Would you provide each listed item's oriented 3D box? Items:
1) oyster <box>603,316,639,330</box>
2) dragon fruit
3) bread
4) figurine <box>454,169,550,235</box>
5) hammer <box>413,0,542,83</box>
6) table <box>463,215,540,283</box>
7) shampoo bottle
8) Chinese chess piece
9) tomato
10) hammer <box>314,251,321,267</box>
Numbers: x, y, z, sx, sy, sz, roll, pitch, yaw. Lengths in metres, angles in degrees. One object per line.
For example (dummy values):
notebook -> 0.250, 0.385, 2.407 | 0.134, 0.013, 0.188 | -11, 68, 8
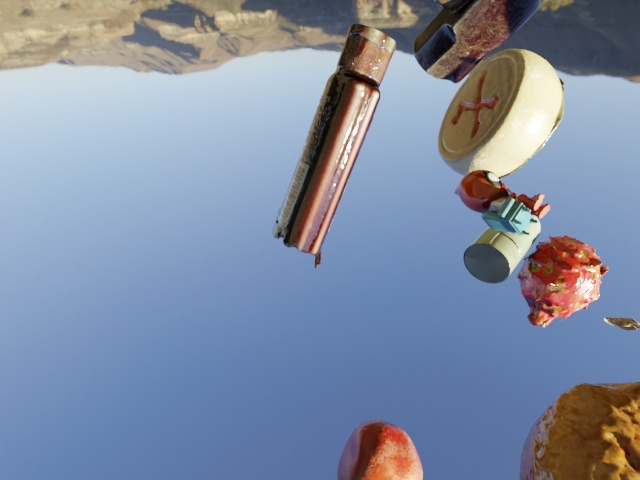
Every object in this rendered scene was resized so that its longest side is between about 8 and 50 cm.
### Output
oyster -> 0.955, 0.253, 1.278 | 0.083, 0.080, 0.038 | 26, -99, 12
dragon fruit -> 0.665, 0.119, 1.143 | 0.205, 0.267, 0.210 | 21, -173, 11
bread -> 0.430, 0.347, 0.535 | 0.313, 0.172, 0.312 | 2, -126, -2
figurine -> 0.275, -0.062, 0.639 | 0.068, 0.075, 0.140 | 29, -171, -44
hammer -> 0.104, -0.368, 0.516 | 0.409, 0.242, 0.095 | 14, -114, -24
table -> 0.501, 0.009, 1.114 | 0.126, 0.126, 0.220 | 21, -136, 38
shampoo bottle -> 0.018, -0.144, 0.609 | 0.084, 0.322, 0.129 | 18, -169, -16
Chinese chess piece -> 0.461, -0.326, 1.075 | 0.141, 0.338, 0.338 | 22, -157, -18
tomato -> 0.128, 0.474, 0.844 | 0.187, 0.186, 0.151 | 0, 168, 8
hammer -> 0.000, 0.000, 1.169 | 0.065, 0.021, 0.178 | 15, -123, -19
